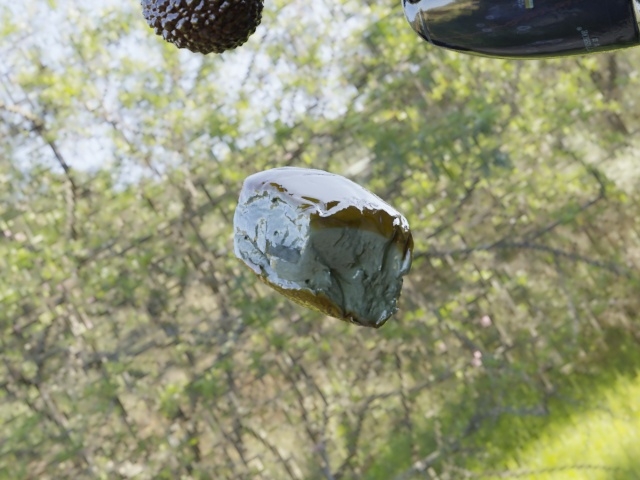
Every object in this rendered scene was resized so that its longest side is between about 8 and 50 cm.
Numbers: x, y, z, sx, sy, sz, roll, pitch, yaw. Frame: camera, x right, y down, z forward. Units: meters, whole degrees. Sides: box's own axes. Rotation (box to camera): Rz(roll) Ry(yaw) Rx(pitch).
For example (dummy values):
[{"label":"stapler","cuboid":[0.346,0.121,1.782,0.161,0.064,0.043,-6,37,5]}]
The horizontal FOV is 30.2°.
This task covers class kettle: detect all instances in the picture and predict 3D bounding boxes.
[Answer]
[{"label":"kettle","cuboid":[0.228,-0.327,1.423,0.290,0.207,0.268,-5,-18,20]}]

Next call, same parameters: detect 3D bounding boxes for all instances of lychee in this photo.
[{"label":"lychee","cuboid":[-0.186,-0.407,2.017,0.238,0.200,0.200,-13,-14,-20]}]

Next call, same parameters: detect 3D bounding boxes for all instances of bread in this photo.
[{"label":"bread","cuboid":[0.000,0.000,1.988,0.279,0.250,0.225,14,-77,-36]}]
